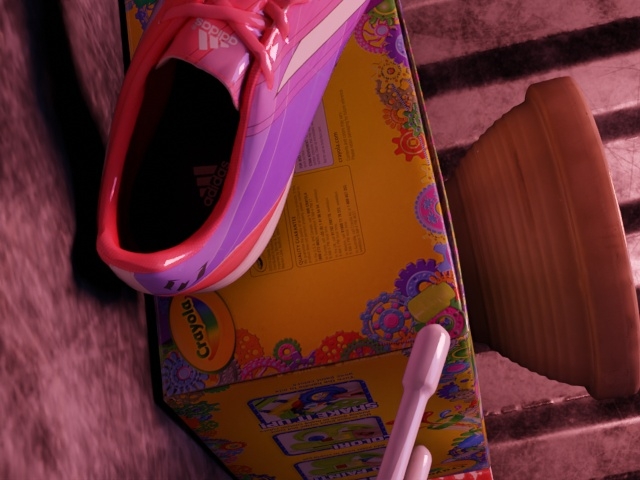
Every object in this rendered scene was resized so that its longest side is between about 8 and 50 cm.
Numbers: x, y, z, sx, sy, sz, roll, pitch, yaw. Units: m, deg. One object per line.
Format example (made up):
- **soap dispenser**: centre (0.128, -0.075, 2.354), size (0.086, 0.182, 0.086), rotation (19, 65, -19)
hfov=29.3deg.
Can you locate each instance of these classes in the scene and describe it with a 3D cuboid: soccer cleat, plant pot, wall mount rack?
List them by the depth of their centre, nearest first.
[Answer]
- **soccer cleat**: centre (-0.033, -0.121, 0.615), size (0.116, 0.109, 0.318), rotation (-13, 124, -82)
- **wall mount rack**: centre (0.061, 0.232, 0.630), size (0.350, 0.131, 0.304), rotation (88, -19, -63)
- **plant pot**: centre (0.151, 0.007, 0.893), size (0.237, 0.110, 0.237), rotation (-12, 90, -85)

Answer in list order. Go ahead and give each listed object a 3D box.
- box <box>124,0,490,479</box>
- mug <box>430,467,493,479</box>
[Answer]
- **box**: centre (0.000, 0.000, 0.838), size (0.279, 0.177, 0.289), rotation (68, 12, -62)
- **mug**: centre (0.094, 0.256, 1.258), size (0.113, 0.169, 0.150), rotation (-90, 166, -67)
